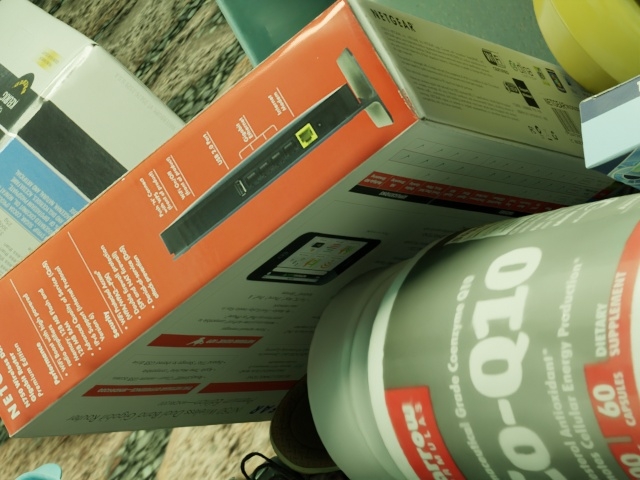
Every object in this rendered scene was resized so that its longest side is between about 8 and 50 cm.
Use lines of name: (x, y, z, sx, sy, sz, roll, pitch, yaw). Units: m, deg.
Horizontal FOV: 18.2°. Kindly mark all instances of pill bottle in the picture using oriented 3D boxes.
pill bottle: (0.127, 0.064, 1.022, 0.283, 0.161, 0.161, -13, 41, 53)

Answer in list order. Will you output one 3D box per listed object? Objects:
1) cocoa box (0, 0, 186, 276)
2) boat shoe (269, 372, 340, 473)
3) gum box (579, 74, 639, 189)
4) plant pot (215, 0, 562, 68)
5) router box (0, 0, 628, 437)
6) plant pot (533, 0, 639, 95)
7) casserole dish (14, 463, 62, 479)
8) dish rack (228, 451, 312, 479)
cocoa box: (-0.226, -0.038, 1.693, 0.228, 0.231, 0.347, -49, 23, -3)
boat shoe: (0.043, 0.091, 1.208, 0.190, 0.068, 0.072, -25, -9, -28)
gum box: (0.247, -0.053, 0.980, 0.157, 0.184, 0.041, -24, 57, 41)
plant pot: (0.086, -0.210, 1.445, 0.252, 0.248, 0.247, -37, 19, -19)
router box: (0.000, 0.000, 1.181, 0.301, 0.082, 0.335, -37, -19, 21)
plant pot: (0.227, -0.174, 1.132, 0.254, 0.254, 0.239, -52, 0, -11)
casserole dish: (-0.245, 0.255, 1.510, 0.188, 0.037, 0.114, -55, 24, -19)
dish rack: (-0.057, 0.220, 1.200, 0.208, 0.074, 0.271, -48, 23, -5)
